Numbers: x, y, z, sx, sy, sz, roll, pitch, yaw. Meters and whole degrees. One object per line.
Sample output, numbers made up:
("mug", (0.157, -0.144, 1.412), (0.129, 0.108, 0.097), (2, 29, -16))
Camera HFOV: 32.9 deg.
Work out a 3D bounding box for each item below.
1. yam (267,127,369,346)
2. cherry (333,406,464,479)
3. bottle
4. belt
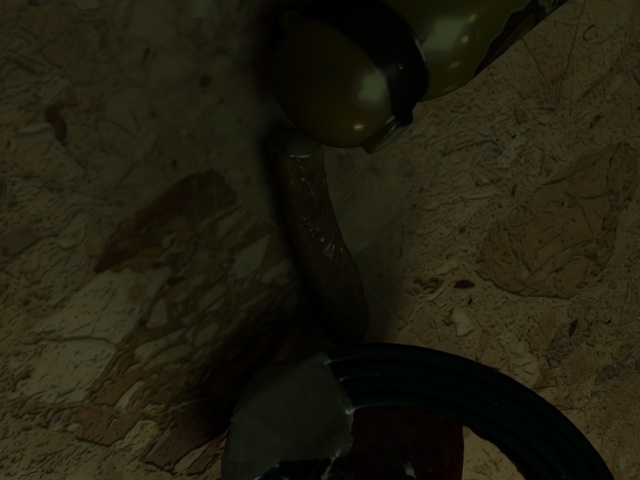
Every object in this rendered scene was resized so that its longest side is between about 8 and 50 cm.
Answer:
("yam", (0.000, 0.000, 1.168), (0.066, 0.066, 0.299), (-42, 139, -23))
("cherry", (0.090, 0.258, 1.339), (0.249, 0.192, 0.175), (-64, 171, 1))
("bottle", (0.101, -0.223, 1.061), (0.351, 0.172, 0.171), (-42, 139, -21))
("belt", (0.105, 0.270, 1.171), (0.173, 0.437, 0.300), (126, -15, -80))
